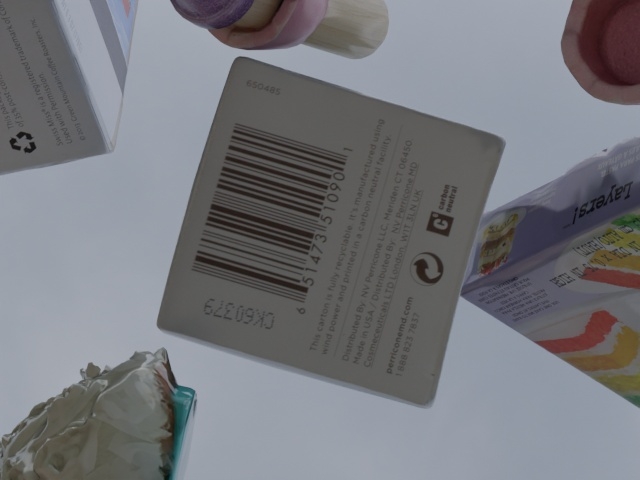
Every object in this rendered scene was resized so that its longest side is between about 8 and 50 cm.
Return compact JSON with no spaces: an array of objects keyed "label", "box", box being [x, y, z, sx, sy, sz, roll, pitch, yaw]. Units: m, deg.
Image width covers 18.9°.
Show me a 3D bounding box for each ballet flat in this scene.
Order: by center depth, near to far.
[{"label":"ballet flat","box":[-0.135,0.193,0.824,0.147,0.147,0.409,46,-33,27]}]

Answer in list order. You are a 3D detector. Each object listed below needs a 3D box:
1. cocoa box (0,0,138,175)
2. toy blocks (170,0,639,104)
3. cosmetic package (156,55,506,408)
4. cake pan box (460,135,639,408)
[{"label":"cocoa box","box":[-0.285,-0.236,1.322,0.231,0.228,0.347,-10,-51,10]},{"label":"toy blocks","box":[0.063,-0.234,0.930,0.288,0.260,0.309,11,-88,32]},{"label":"cosmetic package","box":[0.000,0.000,1.072,0.151,0.184,0.151,16,-93,-3]},{"label":"cake pan box","box":[0.259,0.029,1.184,0.267,0.246,0.070,-28,-142,50]}]
